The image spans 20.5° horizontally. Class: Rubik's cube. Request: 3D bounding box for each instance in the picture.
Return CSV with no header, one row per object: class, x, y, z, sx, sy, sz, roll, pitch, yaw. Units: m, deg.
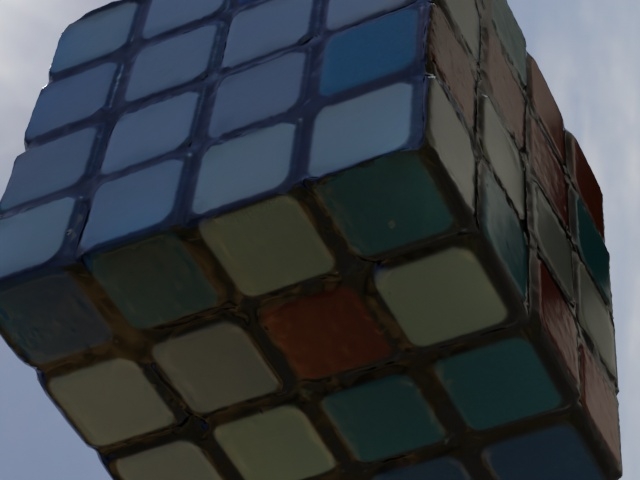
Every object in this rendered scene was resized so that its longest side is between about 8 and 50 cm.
Rubik's cube,0.000,0.000,0.589,0.151,0.154,0.155,57,-156,-34
